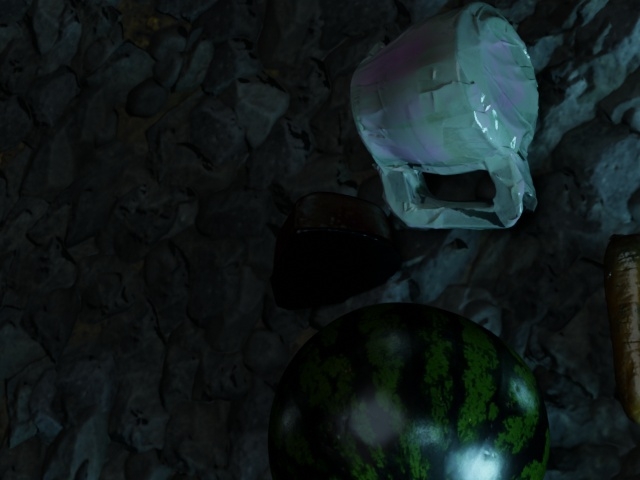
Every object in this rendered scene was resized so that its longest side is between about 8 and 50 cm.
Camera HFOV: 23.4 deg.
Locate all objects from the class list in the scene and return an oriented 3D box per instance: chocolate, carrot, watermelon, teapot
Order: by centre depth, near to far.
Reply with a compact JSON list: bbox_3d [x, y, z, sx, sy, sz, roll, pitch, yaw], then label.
[{"bbox_3d":[0.080,0.185,1.444,0.269,0.269,0.269,-11,67,25],"label":"watermelon"},{"bbox_3d":[0.303,0.084,1.471,0.060,0.060,0.186,-9,74,26],"label":"carrot"},{"bbox_3d":[0.134,-0.126,1.612,0.178,0.221,0.163,-14,26,34],"label":"teapot"},{"bbox_3d":[0.000,0.000,1.642,0.148,0.125,0.080,-26,44,23],"label":"chocolate"}]
